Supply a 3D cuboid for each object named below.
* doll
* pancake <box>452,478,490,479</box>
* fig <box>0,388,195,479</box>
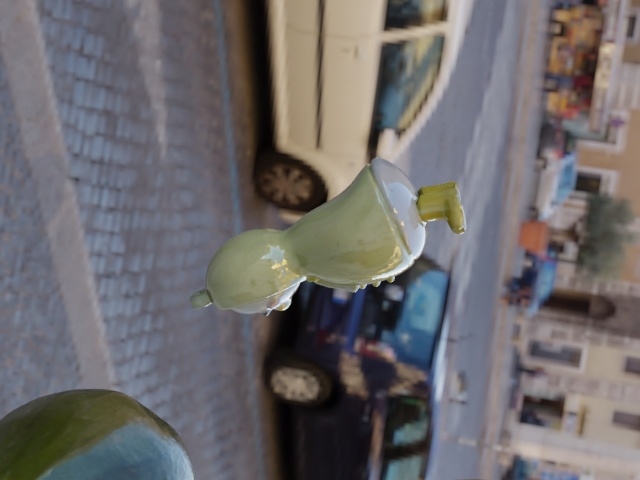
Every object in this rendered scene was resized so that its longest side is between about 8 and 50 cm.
[{"bbox_3d":[0.005,0.011,1.374,0.117,0.296,0.141,59,11,-13],"label":"doll"},{"bbox_3d":[0.185,0.329,1.215,0.387,0.387,0.082,86,19,-49],"label":"pancake"},{"bbox_3d":[-0.145,0.136,0.784,0.185,0.133,0.126,81,29,-64],"label":"fig"}]
